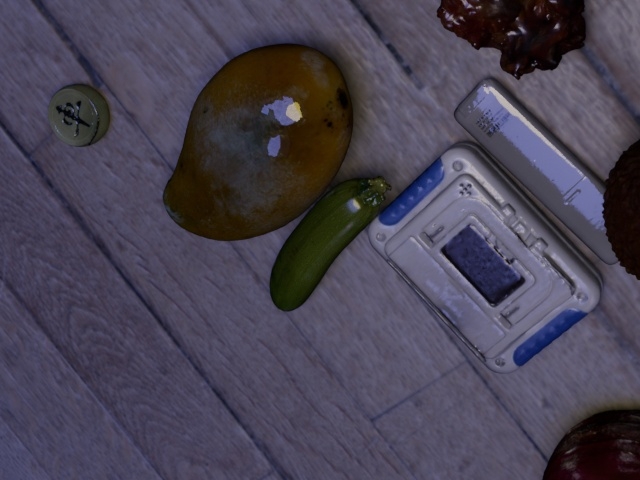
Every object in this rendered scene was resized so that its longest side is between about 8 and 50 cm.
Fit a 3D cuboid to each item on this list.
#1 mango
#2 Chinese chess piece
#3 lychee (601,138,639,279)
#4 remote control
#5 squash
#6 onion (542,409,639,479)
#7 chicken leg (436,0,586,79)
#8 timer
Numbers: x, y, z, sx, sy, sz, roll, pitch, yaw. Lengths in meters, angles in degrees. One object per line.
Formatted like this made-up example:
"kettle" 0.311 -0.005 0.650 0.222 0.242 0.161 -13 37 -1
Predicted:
"mango" -0.084 -0.106 1.308 0.316 0.146 0.193 -42 83 33
"Chinese chess piece" -0.320 -0.165 1.433 0.084 0.034 0.084 6 109 19
"lychee" 0.387 -0.031 1.136 0.194 0.194 0.194 6 110 18
"remote control" 0.266 -0.080 1.252 0.261 0.029 0.067 43 116 0
"squash" 0.000 0.000 1.336 0.069 0.069 0.258 40 129 4
"onion" 0.354 0.316 1.252 0.216 0.206 0.207 -12 103 23
"chicken leg" 0.126 -0.319 1.126 0.407 0.096 0.158 30 101 -23
"timer" 0.192 0.025 1.284 0.253 0.078 0.178 46 116 1
